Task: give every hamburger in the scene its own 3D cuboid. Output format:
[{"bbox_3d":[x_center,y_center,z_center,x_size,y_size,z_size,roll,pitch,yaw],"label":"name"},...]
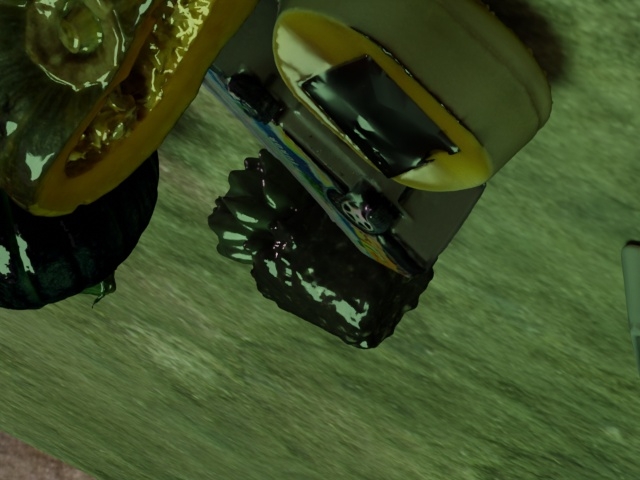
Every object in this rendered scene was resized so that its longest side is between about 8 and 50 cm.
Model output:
[{"bbox_3d":[0.062,-0.127,1.347,0.210,0.116,0.173,40,150,-16],"label":"hamburger"}]

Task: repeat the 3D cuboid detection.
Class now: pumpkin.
[{"bbox_3d":[-0.262,-0.026,1.811,0.248,0.248,0.248,26,160,10],"label":"pumpkin"},{"bbox_3d":[-0.127,-0.169,1.276,0.139,0.222,0.317,39,120,9],"label":"pumpkin"}]

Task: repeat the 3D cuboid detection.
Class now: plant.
[{"bbox_3d":[0.000,0.000,1.699,0.194,0.132,0.129,37,159,16],"label":"plant"}]

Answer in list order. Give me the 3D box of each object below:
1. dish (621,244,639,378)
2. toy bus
[{"bbox_3d":[0.321,0.101,1.596,0.154,0.064,0.234,20,159,24],"label":"dish"},{"bbox_3d":[-0.009,-0.105,1.506,0.317,0.112,0.138,45,166,-35],"label":"toy bus"}]
